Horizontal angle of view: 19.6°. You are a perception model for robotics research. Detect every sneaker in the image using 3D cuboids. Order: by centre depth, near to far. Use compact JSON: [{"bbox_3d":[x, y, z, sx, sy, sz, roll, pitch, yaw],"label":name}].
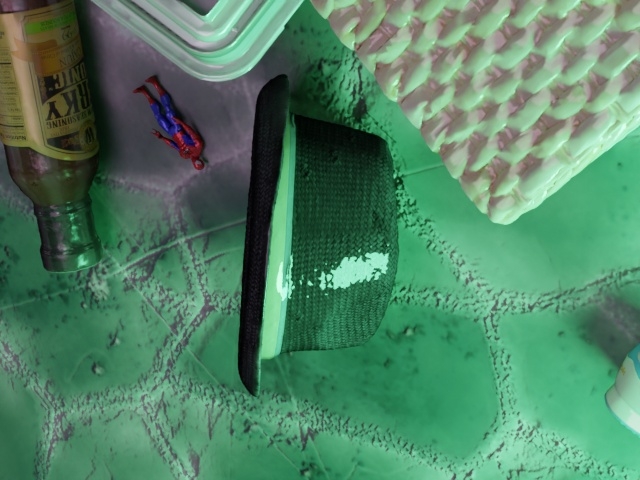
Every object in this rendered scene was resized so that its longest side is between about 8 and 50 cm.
[{"bbox_3d":[0.391,0.179,1.804,0.229,0.087,0.092,31,121,14],"label":"sneaker"}]

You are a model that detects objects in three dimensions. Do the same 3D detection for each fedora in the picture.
[{"bbox_3d":[0.000,0.000,1.893,0.153,0.334,0.334,4,116,-3],"label":"fedora"}]

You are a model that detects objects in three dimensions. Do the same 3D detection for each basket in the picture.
[{"bbox_3d":[0.204,-0.245,1.629,0.328,0.266,0.331,50,128,3],"label":"basket"}]

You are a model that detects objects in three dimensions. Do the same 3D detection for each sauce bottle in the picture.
[{"bbox_3d":[-0.307,-0.135,2.081,0.111,0.111,0.344,3,113,30],"label":"sauce bottle"}]

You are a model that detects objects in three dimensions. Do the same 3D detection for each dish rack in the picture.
[{"bbox_3d":[-0.104,-0.352,1.783,0.285,0.072,0.333,38,89,14],"label":"dish rack"}]

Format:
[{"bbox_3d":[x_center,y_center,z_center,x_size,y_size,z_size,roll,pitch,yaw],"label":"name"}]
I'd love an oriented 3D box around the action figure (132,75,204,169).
[{"bbox_3d":[-0.164,-0.126,2.048,0.038,0.030,0.115,-36,91,31],"label":"action figure"}]
